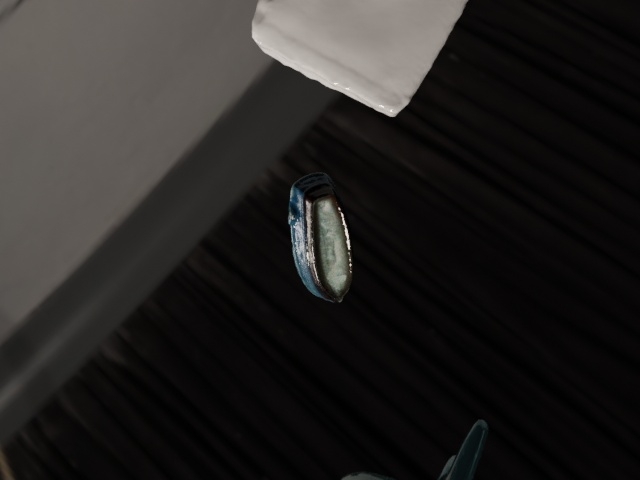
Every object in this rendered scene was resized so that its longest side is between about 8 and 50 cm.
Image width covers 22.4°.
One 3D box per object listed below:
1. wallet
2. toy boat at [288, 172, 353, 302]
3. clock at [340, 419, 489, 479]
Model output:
[{"bbox_3d":[0.044,-0.180,1.029,0.183,0.124,0.032,-61,166,-1],"label":"wallet"},{"bbox_3d":[0.000,0.000,1.537,0.060,0.061,0.137,-22,118,-15],"label":"toy boat"},{"bbox_3d":[0.018,0.221,0.806,0.223,0.094,0.274,100,9,-71],"label":"clock"}]
